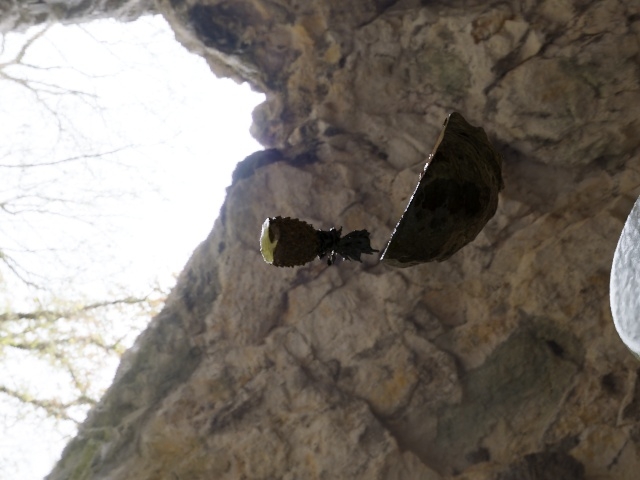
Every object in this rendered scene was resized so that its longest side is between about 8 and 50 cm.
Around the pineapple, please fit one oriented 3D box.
[{"bbox_3d":[0.000,0.000,0.694,0.058,0.124,0.058,6,-83,59],"label":"pineapple"}]

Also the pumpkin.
[{"bbox_3d":[0.193,-0.056,0.924,0.130,0.149,0.254,27,-89,3],"label":"pumpkin"}]

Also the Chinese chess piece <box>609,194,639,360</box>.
[{"bbox_3d":[0.483,0.010,0.731,0.146,0.349,0.349,21,-49,-3],"label":"Chinese chess piece"}]
